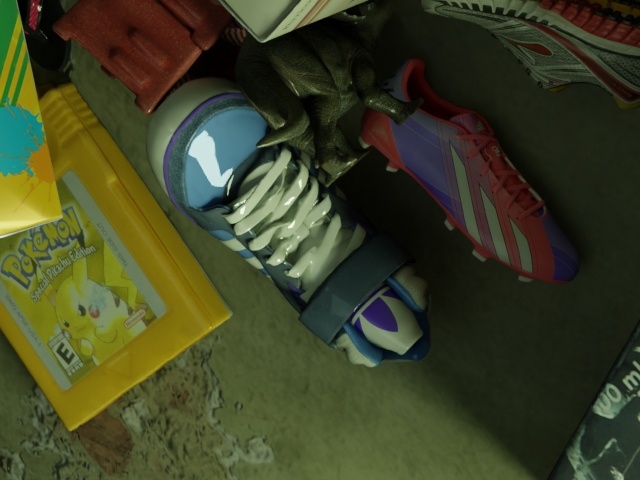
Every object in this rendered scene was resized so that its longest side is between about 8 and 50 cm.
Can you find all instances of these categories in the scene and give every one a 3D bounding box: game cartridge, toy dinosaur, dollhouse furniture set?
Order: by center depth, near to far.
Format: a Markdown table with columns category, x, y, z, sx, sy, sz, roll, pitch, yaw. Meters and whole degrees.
| category | x | y | z | sx | sy | sz | roll | pitch | yaw |
| --- | --- | --- | --- | --- | --- | --- | --- | --- | --- |
| toy dinosaur | -0.014 | -0.133 | 1.337 | 0.160 | 0.313 | 0.121 | 50 | 130 | 1 |
| dollhouse furniture set | -0.219 | -0.274 | 1.443 | 0.374 | 0.201 | 0.152 | 43 | 90 | 9 |
| game cartridge | -0.281 | 0.019 | 1.731 | 0.285 | 0.053 | 0.323 | -37 | 89 | 37 |

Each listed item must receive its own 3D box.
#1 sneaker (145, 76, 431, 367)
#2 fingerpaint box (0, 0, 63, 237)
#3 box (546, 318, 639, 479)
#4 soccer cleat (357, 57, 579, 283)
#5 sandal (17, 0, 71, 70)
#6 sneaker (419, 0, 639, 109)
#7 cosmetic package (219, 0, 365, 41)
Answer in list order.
| category | x | y | z | sx | sy | sz | roll | pitch | yaw |
| --- | --- | --- | --- | --- | --- | --- | --- | --- | --- |
| sneaker | 0.000 | 0.001 | 1.395 | 0.130 | 0.323 | 0.236 | -47 | 55 | -6 |
| fingerpaint box | -0.439 | -0.204 | 1.546 | 0.445 | 0.163 | 0.371 | 18 | 122 | 58 |
| box | 0.431 | 0.249 | 1.227 | 0.472 | 0.297 | 0.479 | 34 | 124 | 18 |
| soccer cleat | 0.142 | -0.059 | 1.413 | 0.248 | 0.083 | 0.095 | 42 | 122 | 14 |
| sandal | -0.310 | -0.260 | 1.636 | 0.067 | 0.040 | 0.179 | -6 | 107 | 34 |
| sneaker | 0.184 | -0.172 | 1.330 | 0.225 | 0.088 | 0.092 | 22 | 122 | 23 |
| cosmetic package | 0.029 | -0.278 | 1.251 | 0.129 | 0.296 | 0.153 | 49 | 127 | 7 |
